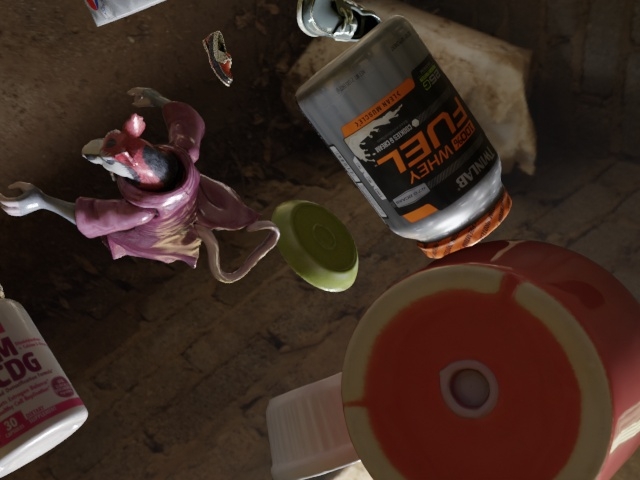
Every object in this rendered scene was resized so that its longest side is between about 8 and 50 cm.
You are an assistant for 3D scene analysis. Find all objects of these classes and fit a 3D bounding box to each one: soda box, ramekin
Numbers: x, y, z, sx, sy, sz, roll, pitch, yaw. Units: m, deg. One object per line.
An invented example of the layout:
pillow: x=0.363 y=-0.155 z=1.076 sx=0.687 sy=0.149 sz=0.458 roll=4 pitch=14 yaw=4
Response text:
soda box: x=-0.294 y=-0.491 z=1.071 sx=0.286 sy=0.091 sz=0.098 roll=-40 pitch=120 yaw=-31
ramekin: x=0.036 y=0.286 z=0.962 sx=0.273 sy=0.273 sz=0.127 roll=-4 pitch=69 yaw=-45

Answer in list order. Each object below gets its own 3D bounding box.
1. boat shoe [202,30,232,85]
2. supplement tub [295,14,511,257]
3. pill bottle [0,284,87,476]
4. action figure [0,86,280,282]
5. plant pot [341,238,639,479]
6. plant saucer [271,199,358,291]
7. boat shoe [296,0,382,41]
boat shoe: x=-0.217 y=-0.398 z=1.284 sx=0.043 sy=0.137 sz=0.049 roll=-29 pitch=156 yaw=15
supplement tub: x=0.127 y=-0.140 z=0.849 sx=0.193 sy=0.194 sz=0.316 roll=-45 pitch=105 yaw=-21
pill bottle: x=-0.486 y=0.187 z=0.866 sx=0.160 sy=0.283 sz=0.160 roll=-36 pitch=171 yaw=-7
action figure: x=-0.214 y=-0.043 z=0.784 sx=0.248 sy=0.276 sz=0.370 roll=-51 pitch=179 yaw=-14
plant pot: x=0.155 y=0.120 z=0.523 sx=0.243 sy=0.275 sz=0.274 roll=11 pitch=101 yaw=-63
plant saucer: x=0.000 y=0.000 z=1.298 sx=0.241 sy=0.241 sz=0.037 roll=4 pitch=144 yaw=-47
boat shoe: x=0.052 y=-0.539 z=1.414 sx=0.319 sy=0.099 sz=0.116 roll=-19 pitch=122 yaw=-60
